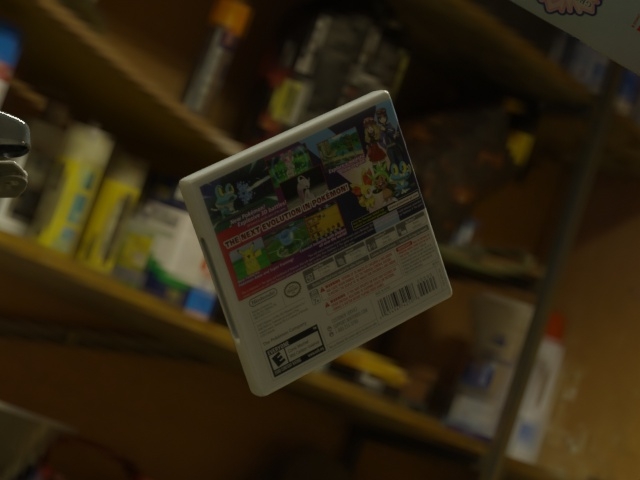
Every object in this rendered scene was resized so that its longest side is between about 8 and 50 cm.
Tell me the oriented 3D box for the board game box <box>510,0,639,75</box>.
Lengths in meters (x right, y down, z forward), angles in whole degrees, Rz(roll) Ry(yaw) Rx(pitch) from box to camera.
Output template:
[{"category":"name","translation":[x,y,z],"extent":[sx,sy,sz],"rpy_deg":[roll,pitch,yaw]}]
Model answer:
[{"category":"board game box","translation":[0.288,-0.157,1.040],"extent":[0.318,0.318,0.066],"rpy_deg":[31,-44,6]}]

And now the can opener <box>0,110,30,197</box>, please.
[{"category":"can opener","translation":[-0.415,-0.074,1.819],"extent":[0.283,0.095,0.076],"rpy_deg":[0,-22,-6]}]

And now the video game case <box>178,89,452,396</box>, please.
[{"category":"video game case","translation":[0.000,0.000,1.538],"extent":[0.201,0.183,0.023],"rpy_deg":[-26,16,-29]}]
